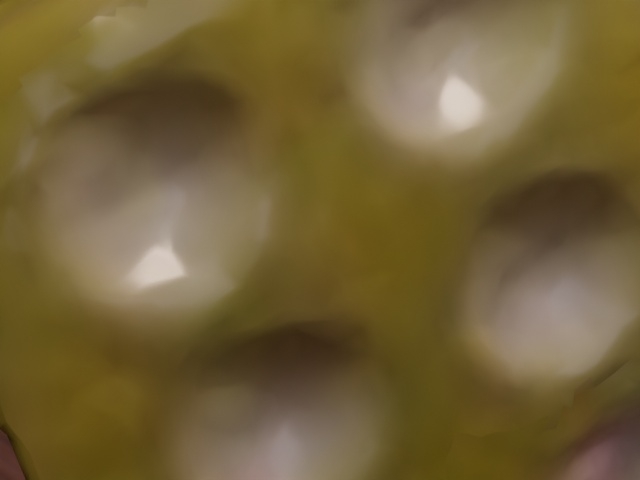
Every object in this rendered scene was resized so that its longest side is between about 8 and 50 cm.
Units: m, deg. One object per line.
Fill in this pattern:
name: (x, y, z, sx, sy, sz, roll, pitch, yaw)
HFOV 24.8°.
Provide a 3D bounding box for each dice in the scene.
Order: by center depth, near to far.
dice: (0.000, 0.000, 0.461, 0.226, 0.233, 0.238, -27, 110, -7)
